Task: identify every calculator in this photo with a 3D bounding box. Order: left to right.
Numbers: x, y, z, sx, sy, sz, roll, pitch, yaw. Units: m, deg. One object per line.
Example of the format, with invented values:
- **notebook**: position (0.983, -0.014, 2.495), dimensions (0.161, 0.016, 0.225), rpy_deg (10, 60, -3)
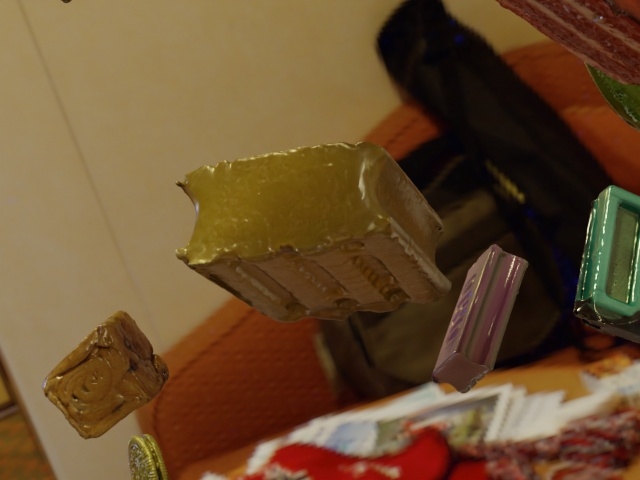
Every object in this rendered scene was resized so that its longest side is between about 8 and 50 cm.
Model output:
- **calculator**: position (0.534, 0.060, 2.121), dimensions (0.058, 0.274, 0.248), rpy_deg (129, 160, -58)

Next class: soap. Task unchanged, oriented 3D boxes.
- **soap**: position (0.000, 0.000, 1.866), dimensions (0.293, 0.156, 0.335), rpy_deg (-12, -22, 18)
- **soap**: position (0.241, 0.118, 2.059), dimensions (0.122, 0.065, 0.203), rpy_deg (123, 171, -60)

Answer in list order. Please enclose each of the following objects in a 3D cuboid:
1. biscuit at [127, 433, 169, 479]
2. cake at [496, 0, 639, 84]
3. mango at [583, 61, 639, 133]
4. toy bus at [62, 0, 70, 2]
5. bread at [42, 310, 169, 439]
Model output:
- **biscuit**: position (-0.182, 0.247, 1.447), dimensions (0.023, 0.084, 0.084), rpy_deg (-11, 10, -24)
- **cake**: position (0.244, -0.273, 1.257), dimensions (0.159, 0.262, 0.158), rpy_deg (-61, 12, -13)
- **mango**: position (0.366, -0.185, 1.505), dimensions (0.111, 0.233, 0.125), rpy_deg (-41, 30, 42)
- **toy bus**: position (-0.253, -0.422, 1.523), dimensions (0.289, 0.157, 0.139), rpy_deg (-54, -17, -12)
- **bread**: position (-0.337, 0.218, 2.167), dimensions (0.158, 0.149, 0.143), rpy_deg (-43, -1, 12)
